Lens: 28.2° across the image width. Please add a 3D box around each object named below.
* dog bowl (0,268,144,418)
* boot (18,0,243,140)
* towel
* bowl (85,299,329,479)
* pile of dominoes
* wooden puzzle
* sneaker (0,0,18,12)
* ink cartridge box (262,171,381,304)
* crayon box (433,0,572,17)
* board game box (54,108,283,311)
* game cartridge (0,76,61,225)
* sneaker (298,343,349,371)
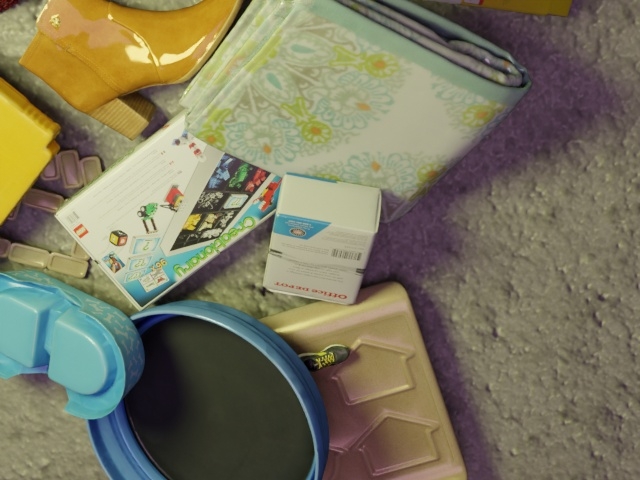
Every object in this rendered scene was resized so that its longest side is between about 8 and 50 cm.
[{"bbox_3d":[-0.381,0.141,1.845,0.297,0.074,0.166,23,115,23],"label":"dog bowl"},{"bbox_3d":[-0.261,-0.290,1.729,0.211,0.104,0.295,38,112,-17],"label":"boot"},{"bbox_3d":[0.038,-0.190,1.680,0.374,0.090,0.320,24,138,-22],"label":"towel"},{"bbox_3d":[-0.165,0.269,1.874,0.391,0.077,0.391,9,113,23],"label":"bowl"},{"bbox_3d":[-0.441,-0.068,1.864,0.251,0.040,0.196,16,108,-13],"label":"pile of dominoes"},{"bbox_3d":[0.025,0.257,1.935,0.322,0.080,0.348,-17,103,7],"label":"wooden puzzle"},{"bbox_3d":[-0.443,-0.365,1.735,0.225,0.088,0.093,-20,88,8],"label":"sneaker"},{"bbox_3d":[0.000,0.000,1.791,0.139,0.082,0.191,10,147,-3],"label":"ink cartridge box"},{"bbox_3d":[0.232,-0.399,1.629,0.081,0.318,0.202,31,113,38],"label":"crayon box"},{"bbox_3d":[-0.202,-0.059,1.832,0.305,0.053,0.193,-36,107,10],"label":"board game box"},{"bbox_3d":[-0.554,-0.144,1.769,0.323,0.053,0.285,39,114,-10],"label":"game cartridge"},{"bbox_3d":[0.003,0.176,1.854,0.083,0.035,0.031,-17,104,8],"label":"sneaker"}]
